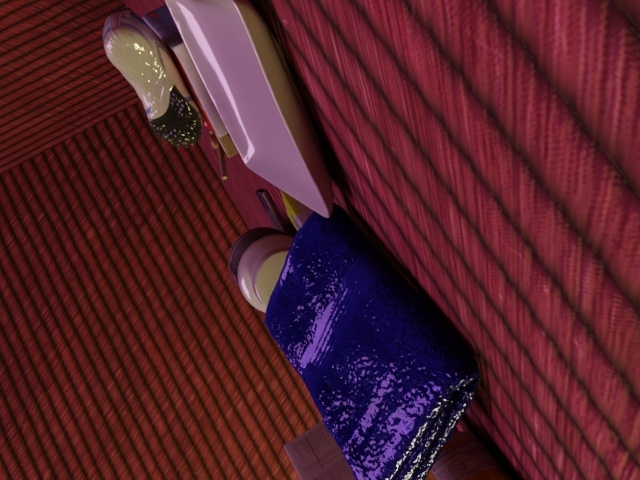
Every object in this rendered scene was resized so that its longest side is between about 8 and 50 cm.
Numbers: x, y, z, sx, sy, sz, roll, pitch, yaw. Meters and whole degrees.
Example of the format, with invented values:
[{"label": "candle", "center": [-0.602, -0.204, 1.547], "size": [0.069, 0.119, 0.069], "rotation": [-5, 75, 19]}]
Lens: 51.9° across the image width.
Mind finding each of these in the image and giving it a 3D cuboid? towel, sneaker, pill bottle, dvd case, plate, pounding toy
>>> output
[{"label": "towel", "center": [0.037, 0.127, 0.777], "size": [0.308, 0.076, 0.228], "rotation": [50, 132, 41]}, {"label": "sneaker", "center": [-0.239, -0.236, 0.976], "size": [0.237, 0.085, 0.086], "rotation": [65, -163, -49]}, {"label": "pill bottle", "center": [-0.104, 0.067, 1.471], "size": [0.176, 0.176, 0.318], "rotation": [61, 171, -12]}, {"label": "dvd case", "center": [-0.104, -0.032, 1.710], "size": [0.221, 0.018, 0.164], "rotation": [61, 172, -11]}, {"label": "plate", "center": [-0.084, -0.184, 0.820], "size": [0.277, 0.045, 0.278], "rotation": [35, 154, 56]}, {"label": "pill bottle", "center": [0.176, 0.310, 0.801], "size": [0.208, 0.117, 0.118], "rotation": [51, 168, 50]}, {"label": "pounding toy", "center": [-0.180, -0.201, 1.248], "size": [0.141, 0.100, 0.130], "rotation": [62, 173, -13]}]

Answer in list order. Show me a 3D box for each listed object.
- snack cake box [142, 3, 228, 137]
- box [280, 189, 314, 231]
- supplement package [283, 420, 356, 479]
[{"label": "snack cake box", "center": [-0.191, -0.286, 1.052], "size": [0.264, 0.089, 0.152], "rotation": [49, 165, 53]}, {"label": "box", "center": [0.000, 0.000, 1.064], "size": [0.178, 0.042, 0.109], "rotation": [58, 173, 20]}, {"label": "supplement package", "center": [0.099, 0.493, 1.431], "size": [0.198, 0.262, 0.199], "rotation": [52, 169, 45]}]
